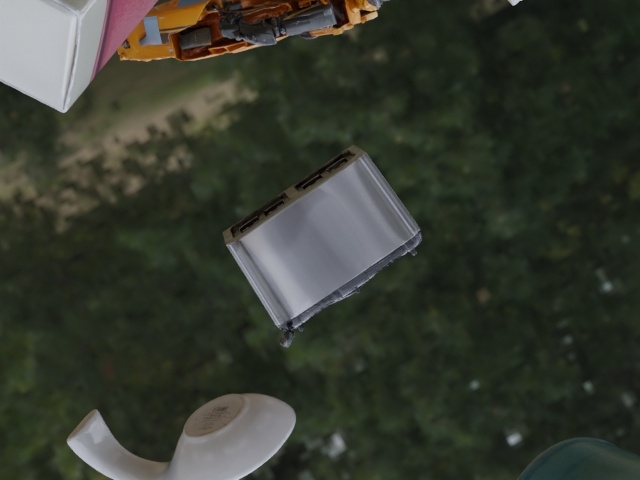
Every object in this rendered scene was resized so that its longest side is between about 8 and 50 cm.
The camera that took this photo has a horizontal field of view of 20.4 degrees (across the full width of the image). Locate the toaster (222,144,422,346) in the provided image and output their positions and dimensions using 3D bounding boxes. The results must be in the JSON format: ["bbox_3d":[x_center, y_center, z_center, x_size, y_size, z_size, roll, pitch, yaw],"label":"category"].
[{"bbox_3d":[0.000,0.000,1.710,0.168,0.110,0.185,-35,-172,0],"label":"toaster"}]

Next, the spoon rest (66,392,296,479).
[{"bbox_3d":[-0.140,0.216,1.862,0.276,0.084,0.137,-6,-149,39],"label":"spoon rest"}]

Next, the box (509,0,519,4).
[{"bbox_3d":[0.191,-0.395,2.129,0.087,0.232,0.058,-34,-161,42],"label":"box"}]

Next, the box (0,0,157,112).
[{"bbox_3d":[-0.208,-0.245,1.467,0.232,0.149,0.127,-57,172,-37],"label":"box"}]

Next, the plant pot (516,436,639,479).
[{"bbox_3d":[0.368,0.369,1.945,0.272,0.271,0.255,-31,-158,-33],"label":"plant pot"}]

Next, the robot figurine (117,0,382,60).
[{"bbox_3d":[-0.068,-0.249,1.883,0.291,0.085,0.211,-6,-164,32],"label":"robot figurine"}]
